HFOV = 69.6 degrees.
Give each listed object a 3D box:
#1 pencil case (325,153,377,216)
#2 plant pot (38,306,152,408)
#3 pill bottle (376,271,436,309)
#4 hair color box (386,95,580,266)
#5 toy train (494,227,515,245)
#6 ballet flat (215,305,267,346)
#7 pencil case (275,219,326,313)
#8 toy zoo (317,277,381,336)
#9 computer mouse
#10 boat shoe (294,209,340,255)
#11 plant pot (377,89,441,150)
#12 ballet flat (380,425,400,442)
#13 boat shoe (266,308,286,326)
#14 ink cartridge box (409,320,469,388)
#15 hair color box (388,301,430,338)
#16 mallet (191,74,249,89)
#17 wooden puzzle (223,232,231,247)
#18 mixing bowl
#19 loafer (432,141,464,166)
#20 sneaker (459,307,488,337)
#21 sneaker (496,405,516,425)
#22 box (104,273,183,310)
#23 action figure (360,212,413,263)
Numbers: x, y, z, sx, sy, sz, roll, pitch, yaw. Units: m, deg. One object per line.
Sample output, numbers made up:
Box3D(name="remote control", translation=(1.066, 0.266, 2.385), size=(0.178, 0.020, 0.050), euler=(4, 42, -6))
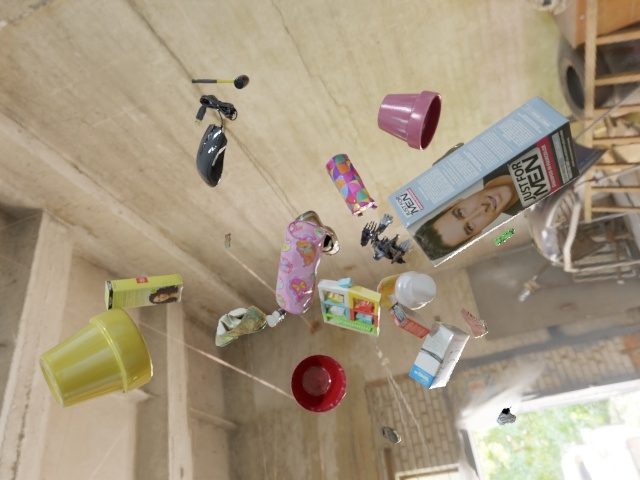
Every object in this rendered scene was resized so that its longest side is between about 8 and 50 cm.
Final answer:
Box3D(name="pencil case", translation=(0.109, -0.201, 1.676), size=(0.236, 0.104, 0.104), euler=(61, -166, 13))
Box3D(name="plant pot", translation=(-0.662, 0.357, 1.348), size=(0.239, 0.254, 0.254), euler=(-25, -81, -41))
Box3D(name="pill bottle", translation=(0.317, 0.186, 1.696), size=(0.245, 0.136, 0.137), euler=(149, 107, -69))
Box3D(name="hair color box", translation=(0.357, -0.119, 1.017), size=(0.185, 0.374, 0.114), euler=(43, -162, -44))
Box3D(name="toy train", translation=(0.629, -0.012, 1.574), size=(0.017, 0.083, 0.024), euler=(17, -135, -31))
Box3D(name="ballet flat", translation=(-0.360, 0.351, 1.932), size=(0.123, 0.348, 0.123), euler=(23, -126, -36))
Box3D(name="pencil case", translation=(-0.062, 0.081, 1.372), size=(0.124, 0.124, 0.284), euler=(-80, 0, -57))
Box3D(name="toy zoo", translation=(0.093, 0.204, 1.436), size=(0.293, 0.192, 0.030), euler=(83, -155, -54))
Box3D(name="computer mouse", translation=(-0.341, -0.300, 1.360), size=(0.060, 0.262, 0.184), euler=(-6, -144, -45))
Box3D(name="boat shoe", translation=(0.000, 0.000, 1.890), size=(0.120, 0.122, 0.324), euler=(59, -170, 32))
Box3D(name="plant pot", translation=(0.311, -0.439, 1.642), size=(0.201, 0.180, 0.202), euler=(-45, -34, -43))
Box3D(name="ballet flat", translation=(0.275, 0.742, 1.778), size=(0.173, 0.049, 0.058), euler=(128, 133, -73))
Box3D(name="boat shoe", translation=(-0.160, 0.275, 1.656), size=(0.038, 0.125, 0.046), euler=(-27, -103, -33))
Box3D(name="ink cartridge box", translation=(0.404, 0.387, 1.562), size=(0.148, 0.085, 0.203), euler=(16, -80, -51))
Box3D(name="hair color box", translation=(0.279, 0.251, 1.444), size=(0.141, 0.043, 0.072), euler=(33, -160, -39))
Box3D(name="mallet", translation=(-0.319, -0.513, 1.482), size=(0.062, 0.189, 0.039), euler=(-56, -30, -55))
Box3D(name="wooden puzzle", translation=(-0.339, 0.002, 1.682), size=(0.006, 0.083, 0.050), euler=(3, -99, -28))
Box3D(name="mixing bowl", translation=(-0.010, 0.466, 1.516), size=(0.098, 0.181, 0.182), euler=(115, 142, -76))
Box3D(name="loafer", translation=(0.462, -0.294, 1.638), size=(0.056, 0.148, 0.050), euler=(-36, -94, -38))
Box3D(name="sneaker", translation=(0.597, 0.309, 1.777), size=(0.134, 0.070, 0.051), euler=(57, -144, -5))
Box3D(name="sneaker", translation=(0.667, 0.612, 1.628), size=(0.098, 0.038, 0.069), euler=(-1, -69, -37))
Box3D(name="box", translation=(-0.576, 0.168, 1.510), size=(0.058, 0.232, 0.087), euler=(52, 135, 42))
Box3D(name="action figure", translation=(0.236, 0.003, 1.578), size=(0.164, 0.141, 0.275), euler=(45, -167, 18))
